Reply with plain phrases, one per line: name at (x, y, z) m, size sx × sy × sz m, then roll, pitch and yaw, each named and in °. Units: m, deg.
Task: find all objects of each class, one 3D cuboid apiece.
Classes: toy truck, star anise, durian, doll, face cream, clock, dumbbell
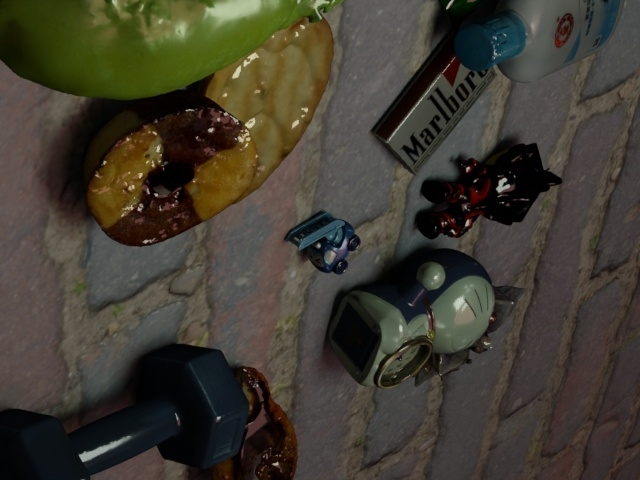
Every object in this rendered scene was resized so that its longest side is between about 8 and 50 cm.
toy truck at (0.000, 0.000, 1.914) m, size 0.090 × 0.056 × 0.073 m, roll 24°, pitch 97°, yaw -45°
star anise at (0.227, 0.142, 2.296) m, size 0.230 × 0.081 × 0.262 m, roll -37°, pitch 173°, yaw 3°
durian at (-0.165, -0.243, 1.320) m, size 0.339 × 0.204 × 0.256 m, roll -34°, pitch 131°, yaw -15°
doll at (0.245, -0.074, 2.147) m, size 0.248 × 0.088 × 0.127 m, roll -19°, pitch 156°, yaw -31°
face cream at (0.290, -0.289, 1.952) m, size 0.336 × 0.080 × 0.163 m, roll -26°, pitch 132°, yaw -47°
clock at (0.141, 0.101, 2.115) m, size 0.243 × 0.146 × 0.199 m, roll -21°, pitch 142°, yaw -37°
dumbbell at (-0.238, 0.230, 1.728) m, size 0.325 × 0.160 × 0.144 m, roll -22°, pitch 106°, yaw -42°

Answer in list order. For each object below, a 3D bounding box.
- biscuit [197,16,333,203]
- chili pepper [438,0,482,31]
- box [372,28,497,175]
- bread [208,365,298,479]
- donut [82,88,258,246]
biscuit at (-0.072, -0.154, 1.672) m, size 0.203 × 0.041 × 0.260 m, roll -21°, pitch 138°, yaw -47°
chili pepper at (0.211, -0.357, 1.828) m, size 0.098 × 0.061 × 0.224 m, roll -1°, pitch 120°, yaw -61°
box at (0.149, -0.179, 1.945) m, size 0.177 × 0.036 × 0.115 m, roll -52°, pitch 147°, yaw -3°
bread at (-0.104, 0.273, 2.018) m, size 0.139 × 0.095 × 0.269 m, roll -41°, pitch 133°, yaw -23°
donut at (-0.162, -0.080, 1.549) m, size 0.184 × 0.073 × 0.166 m, roll -37°, pitch 139°, yaw 2°
